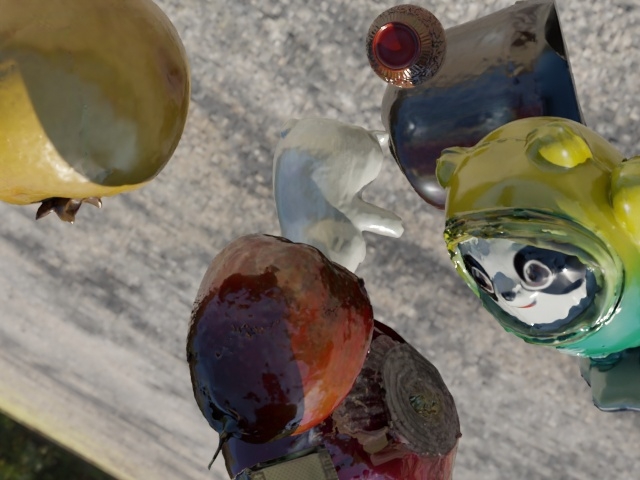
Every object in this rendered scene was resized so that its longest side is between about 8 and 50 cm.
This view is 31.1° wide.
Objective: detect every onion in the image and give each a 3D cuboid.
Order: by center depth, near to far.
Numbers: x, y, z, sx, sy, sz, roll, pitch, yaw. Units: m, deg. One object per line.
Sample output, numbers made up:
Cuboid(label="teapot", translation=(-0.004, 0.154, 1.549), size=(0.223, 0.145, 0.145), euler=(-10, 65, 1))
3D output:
Cuboid(label="onion", translation=(0.023, 0.268, 1.454), size=(0.282, 0.260, 0.337), euler=(-18, 113, 27))

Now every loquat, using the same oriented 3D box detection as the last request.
Cuboid(label="loquat", translation=(-0.202, -0.120, 0.892), size=(0.208, 0.208, 0.208), euler=(26, 160, 10))

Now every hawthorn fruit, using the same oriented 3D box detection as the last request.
Cuboid(label="hawthorn fruit", translation=(-0.057, 0.108, 1.075), size=(0.181, 0.235, 0.181), euler=(26, 159, 11))

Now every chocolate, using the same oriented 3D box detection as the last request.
Cuboid(label="chocolate", translation=(0.271, -0.200, 1.912), size=(0.331, 0.384, 0.384), euler=(-12, 147, 12))

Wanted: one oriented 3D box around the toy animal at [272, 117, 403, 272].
Cuboid(label="toy animal", translation=(0.010, -0.006, 1.399), size=(0.140, 0.282, 0.138), euler=(-12, 168, 44))

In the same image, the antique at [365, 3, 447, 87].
Cuboid(label="antique", translation=(0.104, -0.234, 1.379), size=(0.104, 0.104, 0.104), euler=(26, 160, 10))

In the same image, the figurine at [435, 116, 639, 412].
Cuboid(label="figurine", translation=(0.277, 0.010, 1.229), size=(0.323, 0.231, 0.340), euler=(-7, 131, 51))

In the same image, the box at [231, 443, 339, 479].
Cuboid(label="box", translation=(-0.049, 0.331, 1.078), size=(0.084, 0.198, 0.310), euler=(-11, 160, -26))
